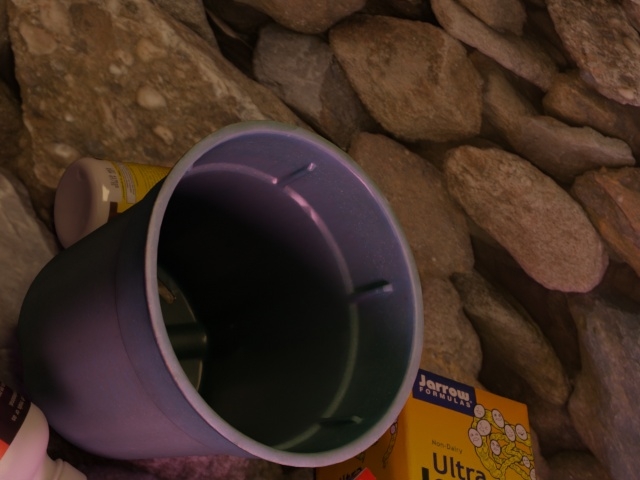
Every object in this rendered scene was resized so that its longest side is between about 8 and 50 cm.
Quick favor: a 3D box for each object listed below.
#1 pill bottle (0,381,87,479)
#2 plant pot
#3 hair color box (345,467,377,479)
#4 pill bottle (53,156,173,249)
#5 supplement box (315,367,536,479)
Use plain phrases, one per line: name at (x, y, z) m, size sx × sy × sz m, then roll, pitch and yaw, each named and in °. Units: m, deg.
pill bottle at (-0.388, 0.185, 1.364) m, size 0.323 × 0.181 × 0.181 m, roll 37°, pitch 42°, yaw -11°
plant pot at (-0.127, 0.084, 1.509) m, size 0.341 × 0.334 × 0.341 m, roll 13°, pitch 69°, yaw -37°
hair color box at (-0.007, 0.321, 1.591) m, size 0.053 × 0.167 × 0.093 m, roll 51°, pitch 41°, yaw 3°
pill bottle at (-0.203, -0.032, 1.740) m, size 0.215 × 0.117 × 0.117 m, roll 5°, pitch 56°, yaw -37°
supplement box at (0.126, 0.356, 1.656) m, size 0.194 × 0.195 × 0.356 m, roll 21°, pitch 47°, yaw -27°
